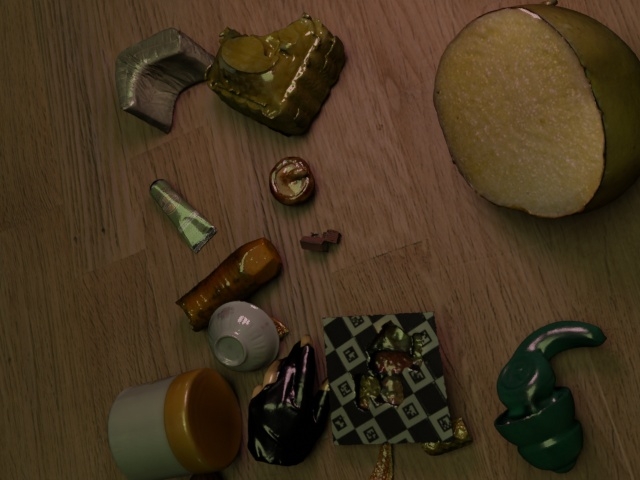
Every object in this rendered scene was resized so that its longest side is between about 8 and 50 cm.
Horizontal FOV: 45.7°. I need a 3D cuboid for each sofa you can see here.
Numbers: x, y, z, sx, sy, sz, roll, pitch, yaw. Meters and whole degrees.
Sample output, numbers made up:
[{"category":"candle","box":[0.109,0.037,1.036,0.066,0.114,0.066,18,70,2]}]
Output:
[{"category":"sofa","box":[-0.400,-0.425,2.012,0.226,0.210,0.175,-19,71,19]}]

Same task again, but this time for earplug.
[{"category":"earplug","box":[0.464,0.320,1.531,0.258,0.164,0.280,-17,83,-18]}]

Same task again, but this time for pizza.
[{"category":"pizza","box":[-0.124,0.223,1.856,0.099,0.029,0.100,-12,76,21]}]

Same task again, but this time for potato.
[{"category":"potato","box":[0.488,-0.268,1.555,0.385,0.320,0.441,-42,69,55]}]

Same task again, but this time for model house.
[{"category":"model house","box":[0.000,0.000,1.830,0.083,0.058,0.057,8,83,25]}]

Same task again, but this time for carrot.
[{"category":"carrot","box":[-0.232,0.111,1.883,0.302,0.114,0.114,-38,67,14]},{"category":"carrot","box":[0.159,0.261,1.714,0.139,0.048,0.048,18,87,24]}]

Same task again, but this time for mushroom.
[{"category":"mushroom","box":[-0.073,-0.146,1.876,0.127,0.087,0.127,-6,74,20]}]

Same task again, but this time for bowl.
[{"category":"bowl","box":[-0.201,0.245,1.812,0.189,0.086,0.188,5,107,17]}]

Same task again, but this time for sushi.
[{"category":"sushi","box":[0.150,0.302,1.667,0.294,0.059,0.292,-7,88,31]}]

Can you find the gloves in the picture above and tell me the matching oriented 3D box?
[{"category":"gloves","box":[-0.062,0.367,1.749,0.197,0.152,0.300,11,68,-1]}]

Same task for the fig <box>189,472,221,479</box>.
[{"category":"fig","box":[-0.283,0.578,1.836,0.089,0.089,0.125,-31,45,16]}]

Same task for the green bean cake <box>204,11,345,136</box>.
[{"category":"green bean cake","box":[-0.127,-0.446,1.899,0.310,0.202,0.284,26,89,26]}]

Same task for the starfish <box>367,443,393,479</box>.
[{"category":"starfish","box":[0.054,0.604,1.672,0.294,0.084,0.301,-23,75,17]}]

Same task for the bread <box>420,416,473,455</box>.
[{"category":"bread","box":[0.267,0.423,1.621,0.110,0.066,0.060,-27,83,14]}]

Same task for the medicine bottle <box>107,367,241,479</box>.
[{"category":"medicine bottle","box":[-0.341,0.438,1.795,0.232,0.238,0.237,-16,74,22]}]

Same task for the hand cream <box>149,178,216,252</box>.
[{"category":"hand cream","box":[-0.375,-0.078,2.020,0.086,0.055,0.235,-46,73,12]}]
